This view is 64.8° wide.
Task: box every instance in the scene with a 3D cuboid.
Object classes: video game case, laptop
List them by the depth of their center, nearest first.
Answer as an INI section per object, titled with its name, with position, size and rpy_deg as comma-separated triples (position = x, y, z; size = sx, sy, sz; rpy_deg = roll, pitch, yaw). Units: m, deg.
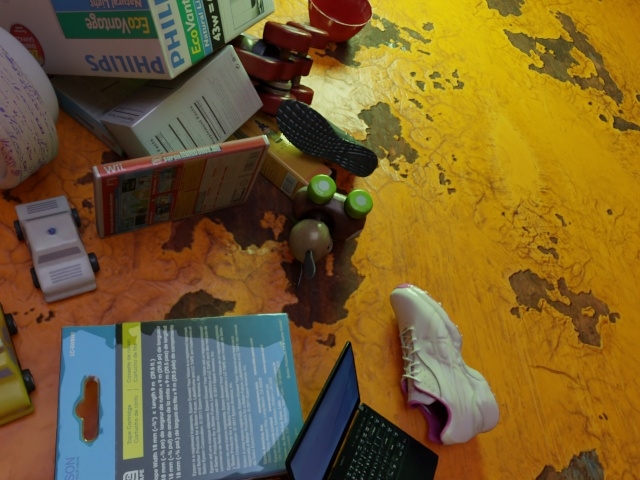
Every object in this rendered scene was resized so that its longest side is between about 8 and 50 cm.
[laptop]
position = 0.081, 0.334, 0.768
size = 0.264, 0.136, 0.234
rpy_deg = 35, 43, 1
[video game case]
position = -0.242, -0.092, 0.879
size = 0.285, 0.204, 0.025
rpy_deg = -18, 72, -29

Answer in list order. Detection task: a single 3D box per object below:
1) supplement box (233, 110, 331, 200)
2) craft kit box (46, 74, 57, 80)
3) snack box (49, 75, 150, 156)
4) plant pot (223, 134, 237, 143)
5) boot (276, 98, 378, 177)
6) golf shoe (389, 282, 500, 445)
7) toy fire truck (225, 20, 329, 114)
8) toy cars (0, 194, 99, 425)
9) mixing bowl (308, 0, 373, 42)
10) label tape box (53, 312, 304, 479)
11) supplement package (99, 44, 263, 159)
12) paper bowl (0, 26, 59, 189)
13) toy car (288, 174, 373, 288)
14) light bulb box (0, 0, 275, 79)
[supplement box]
position = -0.094, -0.181, 1.068
size = 0.233, 0.080, 0.078
rpy_deg = 43, 54, 5
[craft kit box]
position = -0.588, -0.417, 1.009
size = 0.250, 0.061, 0.246
rpy_deg = 36, 44, 2
[snack box]
position = -0.370, -0.333, 1.059
size = 0.187, 0.060, 0.322
rpy_deg = 39, 55, 2
[plant pot]
position = -0.192, -0.168, 1.017
size = 0.082, 0.083, 0.081
rpy_deg = -29, 74, -33
[boot]
position = 0.005, -0.221, 1.088
size = 0.247, 0.083, 0.161
rpy_deg = 30, 13, -19
[golf shoe]
position = 0.198, 0.223, 0.923
size = 0.140, 0.115, 0.306
rpy_deg = -20, 68, -26
[toy fire truck]
position = -0.139, -0.401, 1.097
size = 0.254, 0.169, 0.302
rpy_deg = 21, 27, 9
[toy cars]
position = -0.455, 0.082, 0.766
size = 0.177, 0.087, 0.393
rpy_deg = 20, 56, -10
[mixing bowl]
position = 0.038, -0.601, 1.352
size = 0.182, 0.098, 0.181
rpy_deg = 10, 58, -17
[label tape box]
position = -0.203, 0.245, 0.755
size = 0.334, 0.106, 0.240
rpy_deg = 0, 62, -21
[supplement package]
position = -0.255, -0.240, 0.945
size = 0.139, 0.133, 0.244
rpy_deg = 21, 61, 43
[paper bowl]
position = -0.542, -0.233, 0.798
size = 0.284, 0.284, 0.148
rpy_deg = 35, 54, 1
[toy car]
position = 0.000, 0.000, 0.959
size = 0.149, 0.155, 0.188
rpy_deg = 21, 65, -8
[light bulb box]
position = -0.329, -0.466, 0.901
size = 0.358, 0.225, 0.361
rpy_deg = 10, 42, 22
